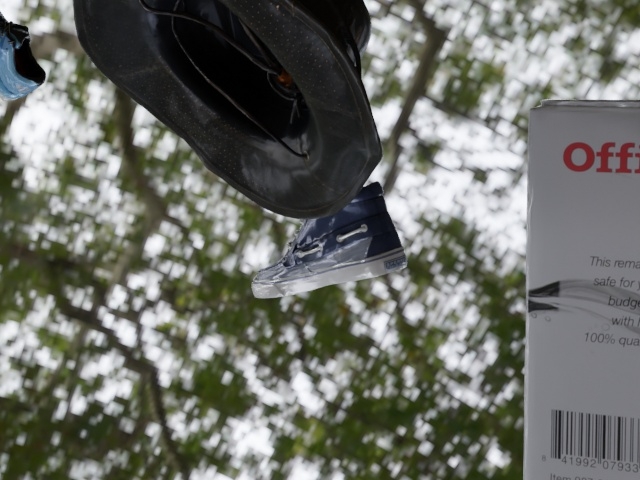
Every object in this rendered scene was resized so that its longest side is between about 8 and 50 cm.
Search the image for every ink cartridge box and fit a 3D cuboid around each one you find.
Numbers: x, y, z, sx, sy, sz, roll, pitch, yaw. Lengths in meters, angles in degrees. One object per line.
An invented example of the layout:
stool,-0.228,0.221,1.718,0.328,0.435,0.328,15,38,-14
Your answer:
ink cartridge box,0.327,0.079,1.342,0.285,0.395,0.166,3,-173,26

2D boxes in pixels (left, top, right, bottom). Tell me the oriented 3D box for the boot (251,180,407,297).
boot,0.000,0.000,1.544,0.069,0.190,0.086,-18,-87,-48

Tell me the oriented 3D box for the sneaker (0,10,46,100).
sneaker,-0.343,-0.228,1.751,0.073,0.162,0.063,-6,-144,35

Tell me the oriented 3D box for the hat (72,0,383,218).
hat,-0.051,-0.173,1.327,0.331,0.331,0.134,34,-115,10
